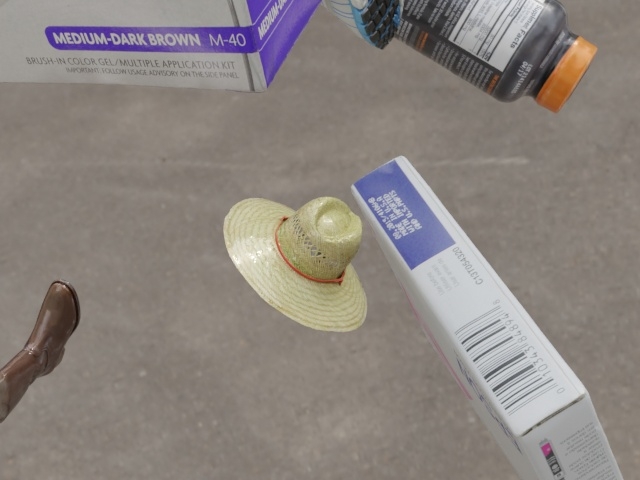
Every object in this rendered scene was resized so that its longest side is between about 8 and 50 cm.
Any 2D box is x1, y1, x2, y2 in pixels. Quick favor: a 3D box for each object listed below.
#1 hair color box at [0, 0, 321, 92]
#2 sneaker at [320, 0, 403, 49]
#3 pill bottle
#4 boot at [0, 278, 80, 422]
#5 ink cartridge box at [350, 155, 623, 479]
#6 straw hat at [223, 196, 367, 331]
[{"bbox_3d":[-0.124,-0.235,0.526,0.185,0.339,0.110,4,41,21],"label":"hair color box"},{"bbox_3d":[0.012,-0.247,1.082,0.082,0.190,0.071,13,70,36],"label":"sneaker"},{"bbox_3d":[0.188,-0.242,1.319,0.245,0.130,0.130,33,45,4],"label":"pill bottle"},{"bbox_3d":[-0.263,0.100,1.046,0.037,0.106,0.114,21,27,12],"label":"boot"},{"bbox_3d":[0.163,0.132,1.025,0.071,0.330,0.324,-30,42,-2],"label":"ink cartridge box"},{"bbox_3d":[0.000,0.000,0.881,0.061,0.144,0.144,-47,20,27],"label":"straw hat"}]
